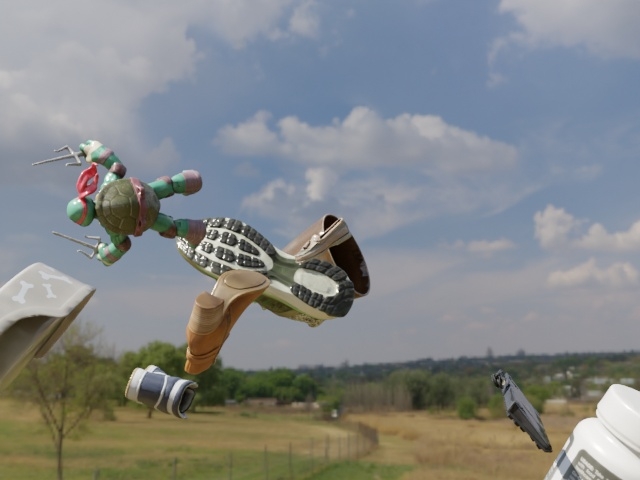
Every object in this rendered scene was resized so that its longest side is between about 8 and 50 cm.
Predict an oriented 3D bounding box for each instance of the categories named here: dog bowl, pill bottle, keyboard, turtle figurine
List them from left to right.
[{"bbox_3d":[-0.510,0.180,1.113,0.102,0.349,0.349,41,-22,-9],"label":"dog bowl"},{"bbox_3d":[-0.272,-0.044,0.975,0.234,0.175,0.118,-2,14,-41],"label":"turtle figurine"},{"bbox_3d":[0.268,0.224,0.966,0.023,0.108,0.180,-38,-6,9],"label":"keyboard"},{"bbox_3d":[0.423,0.370,1.041,0.161,0.283,0.161,24,14,-6],"label":"pill bottle"}]

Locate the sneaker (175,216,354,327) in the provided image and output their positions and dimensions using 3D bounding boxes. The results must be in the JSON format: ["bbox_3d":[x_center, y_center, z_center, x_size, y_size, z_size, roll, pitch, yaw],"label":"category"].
[{"bbox_3d":[-0.140,0.098,1.564,0.410,0.158,0.182,26,-41,-3],"label":"sneaker"}]

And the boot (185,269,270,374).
[{"bbox_3d":[-0.174,0.143,1.266,0.073,0.152,0.197,29,31,25],"label":"boot"}]

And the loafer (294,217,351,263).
[{"bbox_3d":[0.000,0.000,1.272,0.125,0.039,0.045,-29,17,-30],"label":"loafer"}]

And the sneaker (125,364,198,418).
[{"bbox_3d":[-0.383,0.379,1.761,0.153,0.099,0.282,16,-11,0],"label":"sneaker"}]

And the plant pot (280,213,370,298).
[{"bbox_3d":[-0.030,0.082,1.718,0.230,0.215,0.215,-27,-22,20],"label":"plant pot"}]
